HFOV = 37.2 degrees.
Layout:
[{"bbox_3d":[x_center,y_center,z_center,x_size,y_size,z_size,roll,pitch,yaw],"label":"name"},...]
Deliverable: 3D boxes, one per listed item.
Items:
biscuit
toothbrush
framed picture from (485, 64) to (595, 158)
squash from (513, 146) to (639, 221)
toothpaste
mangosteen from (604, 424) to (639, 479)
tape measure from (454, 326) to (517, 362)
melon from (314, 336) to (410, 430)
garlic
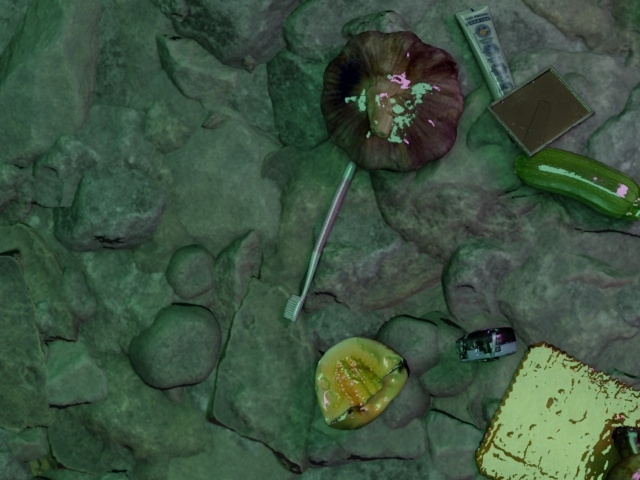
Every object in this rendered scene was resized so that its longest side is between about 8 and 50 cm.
[{"bbox_3d":[0.388,0.307,1.496,0.232,0.013,0.237,27,91,11],"label":"biscuit"},{"bbox_3d":[0.000,0.000,1.589,0.025,0.020,0.287,22,89,18],"label":"toothbrush"},{"bbox_3d":[0.351,-0.207,1.517,0.149,0.011,0.109,-33,74,-20],"label":"framed picture"},{"bbox_3d":[0.411,-0.093,1.501,0.219,0.068,0.077,24,78,12],"label":"squash"},{"bbox_3d":[0.286,-0.275,1.555,0.062,0.039,0.239,-18,80,-6],"label":"toothpaste"},{"bbox_3d":[0.541,0.417,1.318,0.329,0.330,0.330,-1,85,10],"label":"mangosteen"},{"bbox_3d":[0.260,0.164,1.493,0.094,0.091,0.054,-11,80,11],"label":"tape measure"},{"bbox_3d":[0.063,0.222,1.535,0.160,0.079,0.128,-42,61,5],"label":"melon"},{"bbox_3d":[0.112,-0.228,1.520,0.244,0.160,0.245,-1,83,10],"label":"garlic"}]
